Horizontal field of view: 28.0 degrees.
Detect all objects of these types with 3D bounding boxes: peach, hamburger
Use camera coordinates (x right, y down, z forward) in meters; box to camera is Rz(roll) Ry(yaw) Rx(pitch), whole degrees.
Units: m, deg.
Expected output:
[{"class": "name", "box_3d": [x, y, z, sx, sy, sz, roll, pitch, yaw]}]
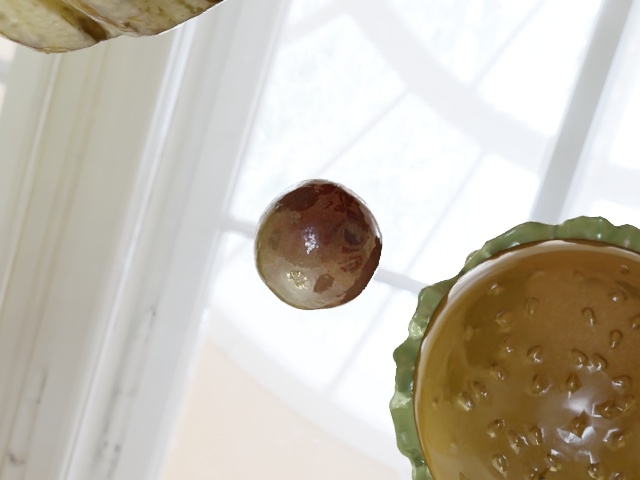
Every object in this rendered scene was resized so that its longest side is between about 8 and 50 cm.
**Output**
[{"class": "peach", "box_3d": [-0.001, 0.002, 0.783, 0.083, 0.083, 0.083, 16, -169, -3]}, {"class": "hamburger", "box_3d": [0.184, 0.117, 0.908, 0.274, 0.274, 0.212, 20, 180, 13]}]

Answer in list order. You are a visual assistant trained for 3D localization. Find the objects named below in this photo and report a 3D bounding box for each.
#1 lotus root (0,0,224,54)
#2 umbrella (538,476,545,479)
[{"class": "lotus root", "box_3d": [-0.139, -0.233, 0.794, 0.250, 0.316, 0.316, 53, 177, -23]}, {"class": "umbrella", "box_3d": [0.103, 0.195, 0.822, 0.013, 0.122, 0.022, 32, -157, -26]}]
